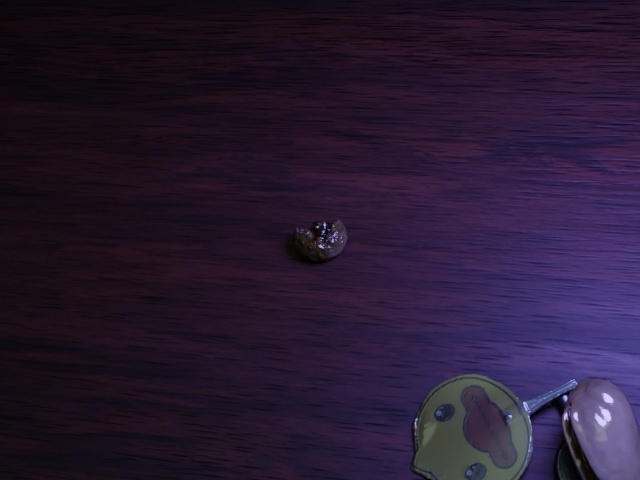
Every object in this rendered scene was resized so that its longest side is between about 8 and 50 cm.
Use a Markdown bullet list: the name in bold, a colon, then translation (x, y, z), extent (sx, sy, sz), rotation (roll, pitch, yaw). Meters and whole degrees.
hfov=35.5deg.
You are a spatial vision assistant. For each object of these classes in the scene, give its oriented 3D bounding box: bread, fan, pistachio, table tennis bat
- **bread**: translation (0.000, 0.000, 2.031), extent (0.113, 0.060, 0.082), rotation (-14, 57, 3)
- **fan**: translation (0.308, 0.328, 1.789), extent (0.335, 0.011, 0.229), rotation (-28, 59, 2)
- **pistachio**: translation (0.477, 0.335, 1.677), extent (0.152, 0.126, 0.223), rotation (9, 59, -28)
- **table tennis bat**: translation (0.468, 0.364, 1.744), extent (0.150, 0.027, 0.236), rotation (-21, 60, -2)
